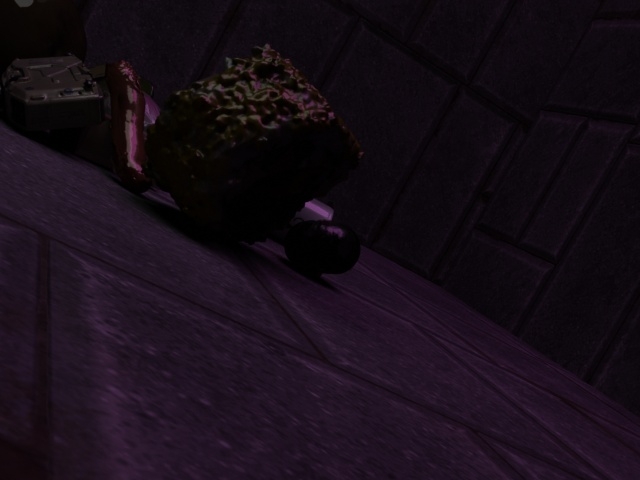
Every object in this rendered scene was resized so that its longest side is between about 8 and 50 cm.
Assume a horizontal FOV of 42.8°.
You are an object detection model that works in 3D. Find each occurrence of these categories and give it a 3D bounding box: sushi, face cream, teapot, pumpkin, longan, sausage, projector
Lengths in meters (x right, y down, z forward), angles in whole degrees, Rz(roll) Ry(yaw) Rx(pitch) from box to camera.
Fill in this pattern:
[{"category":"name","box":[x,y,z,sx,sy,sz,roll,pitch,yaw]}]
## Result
[{"category":"sushi","box":[-0.133,-0.159,1.519,0.240,0.351,0.396,51,6,17]},{"category":"face cream","box":[-0.159,-0.104,2.094,0.370,0.145,0.145,27,4,-12]},{"category":"teapot","box":[-0.464,-0.256,2.080,0.163,0.221,0.178,-21,47,-31]},{"category":"pumpkin","box":[0.004,0.016,1.763,0.167,0.125,0.167,-2,7,0]},{"category":"longan","box":[-0.673,-0.455,1.790,0.319,0.319,0.319,29,4,-2]},{"category":"sausage","box":[-0.374,-0.221,1.589,0.078,0.078,0.304,24,49,-53]},{"category":"projector","box":[-0.532,-0.291,1.583,0.193,0.088,0.269,-10,29,-21]}]

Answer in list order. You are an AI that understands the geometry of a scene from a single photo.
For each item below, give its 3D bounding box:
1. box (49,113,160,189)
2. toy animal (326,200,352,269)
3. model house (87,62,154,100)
[{"category":"box","box":[-0.434,-0.204,1.717,0.212,0.095,0.168,24,4,-42]},{"category":"toy animal","box":[0.000,0.000,2.322,0.155,0.219,0.095,-7,21,6]},{"category":"model house","box":[-0.623,-0.387,2.182,0.279,0.205,0.218,17,10,-37]}]
